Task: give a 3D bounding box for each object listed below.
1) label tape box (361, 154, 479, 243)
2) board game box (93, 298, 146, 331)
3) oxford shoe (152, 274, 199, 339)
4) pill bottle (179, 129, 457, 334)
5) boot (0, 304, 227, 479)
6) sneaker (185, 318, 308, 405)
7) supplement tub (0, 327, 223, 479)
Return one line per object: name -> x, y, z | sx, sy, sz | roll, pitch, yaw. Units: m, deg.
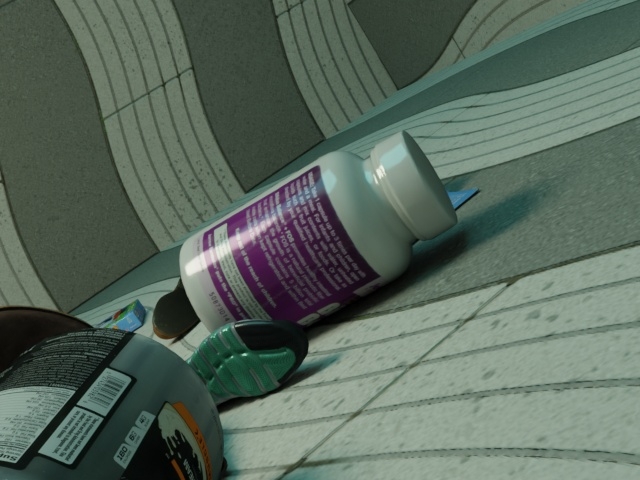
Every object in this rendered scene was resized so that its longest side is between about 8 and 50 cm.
label tape box -> 0.031, -0.031, 1.284 | 0.241, 0.106, 0.334 | -38, 10, -25
board game box -> -0.476, 0.210, 1.901 | 0.211, 0.039, 0.160 | -34, 10, -3
oxford shoe -> -0.247, 0.128, 1.549 | 0.076, 0.076, 0.212 | -61, 1, 21
pill bottle -> 0.000, 0.000, 1.040 | 0.302, 0.169, 0.169 | -30, 10, 16
boot -> -0.209, 0.138, 0.823 | 0.090, 0.248, 0.207 | -63, 17, -7
sneaker -> -0.093, 0.127, 0.968 | 0.224, 0.083, 0.098 | -28, 6, 31
supplement tub -> -0.179, 0.191, 0.569 | 0.194, 0.193, 0.316 | -31, 10, 11
